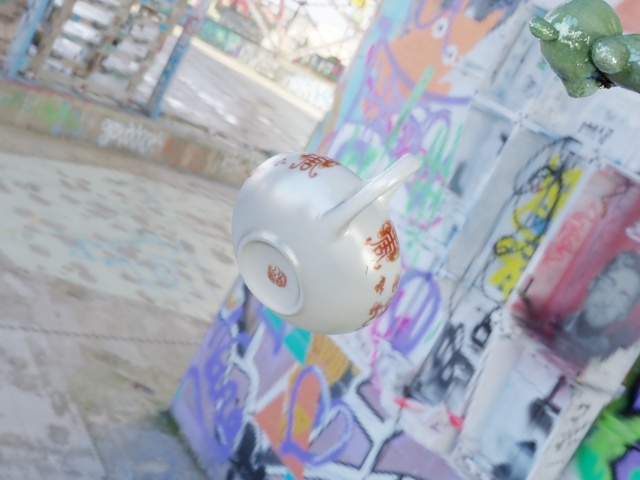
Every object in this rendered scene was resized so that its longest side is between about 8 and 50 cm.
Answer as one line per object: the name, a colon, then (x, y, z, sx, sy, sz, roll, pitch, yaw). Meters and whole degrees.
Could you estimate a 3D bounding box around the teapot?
teapot: (0.000, 0.000, 0.800, 0.116, 0.245, 0.159, -20, 82, -40)

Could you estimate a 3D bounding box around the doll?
doll: (0.232, -0.132, 0.751, 0.150, 0.077, 0.115, 35, 33, 27)
